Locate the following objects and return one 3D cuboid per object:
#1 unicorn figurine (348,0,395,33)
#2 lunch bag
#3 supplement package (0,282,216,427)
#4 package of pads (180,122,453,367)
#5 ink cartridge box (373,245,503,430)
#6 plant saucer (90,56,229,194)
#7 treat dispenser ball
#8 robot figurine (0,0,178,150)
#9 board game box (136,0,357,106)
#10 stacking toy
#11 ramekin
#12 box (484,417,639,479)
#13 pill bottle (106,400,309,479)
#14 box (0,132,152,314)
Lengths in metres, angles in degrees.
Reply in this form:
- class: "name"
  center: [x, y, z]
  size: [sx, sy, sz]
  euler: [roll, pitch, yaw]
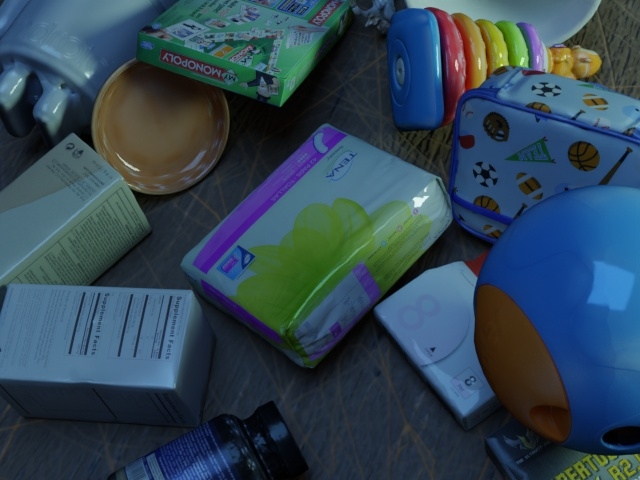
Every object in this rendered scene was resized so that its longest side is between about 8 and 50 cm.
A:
- class: "unicorn figurine"
  center: [0.093, -0.383, 1.735]
  size: [0.060, 0.111, 0.162]
  euler: [2, 79, 48]
- class: "lunch bag"
  center: [0.307, -0.070, 1.420]
  size: [0.303, 0.243, 0.115]
  euler: [24, 41, 27]
- class: "supplement package"
  center: [-0.271, 0.145, 1.450]
  size: [0.244, 0.139, 0.134]
  euler: [2, 61, 10]
- class: "package of pads"
  center: [0.000, 0.000, 1.485]
  size: [0.296, 0.101, 0.229]
  euler: [-46, 48, -16]
- class: "ink cartridge box"
  center: [0.213, 0.097, 1.443]
  size: [0.232, 0.066, 0.189]
  euler: [-36, 60, -7]
- class: "plant saucer"
  center: [-0.226, -0.165, 1.613]
  size: [0.200, 0.200, 0.037]
  euler: [-38, 26, -12]
- class: "treat dispenser ball"
  center: [0.306, 0.084, 1.231]
  size: [0.288, 0.288, 0.288]
  euler: [-4, 59, 7]
- class: "robot figurine"
  center: [-0.336, -0.298, 1.686]
  size: [0.299, 0.200, 0.353]
  euler: [24, 66, 8]
- class: "board game box"
  center: [-0.096, -0.303, 1.635]
  size: [0.213, 0.046, 0.317]
  euler: [20, 35, 10]
- class: "stacking toy"
  center: [0.250, -0.243, 1.589]
  size: [0.301, 0.175, 0.166]
  euler: [-5, 95, -13]
- class: "ramekin"
  center: [0.253, -0.398, 1.606]
  size: [0.277, 0.277, 0.135]
  euler: [-1, 51, 9]
- class: "box"
  center: [0.335, 0.247, 1.330]
  size: [0.231, 0.056, 0.183]
  euler: [-30, 60, -8]
- class: "pill bottle"
  center: [-0.131, 0.280, 1.355]
  size: [0.219, 0.123, 0.123]
  euler: [-28, 59, -6]
- class: "box"
  center: [-0.394, 0.020, 1.543]
  size: [0.311, 0.148, 0.121]
  euler: [-42, 61, -16]
